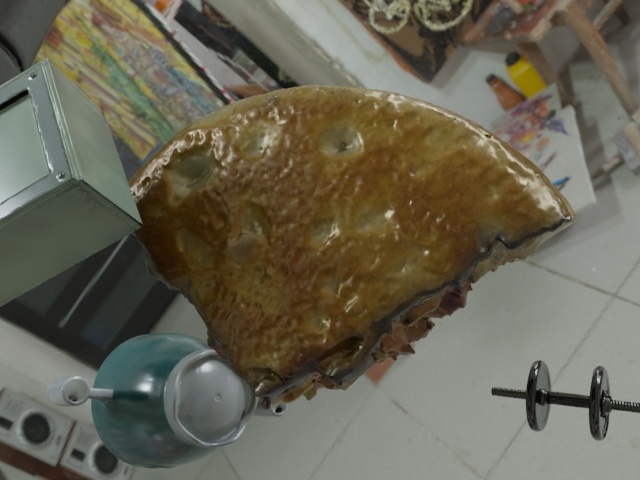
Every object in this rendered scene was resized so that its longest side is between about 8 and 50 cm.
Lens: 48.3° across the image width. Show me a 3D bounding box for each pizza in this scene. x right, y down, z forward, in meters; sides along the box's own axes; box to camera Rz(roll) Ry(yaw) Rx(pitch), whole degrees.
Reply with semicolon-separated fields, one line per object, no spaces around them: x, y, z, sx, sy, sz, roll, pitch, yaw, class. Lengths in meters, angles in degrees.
0.000;0.000;0.605;0.409;0.114;0.277;-4;80;21;pizza

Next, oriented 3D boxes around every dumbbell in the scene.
0.234;0.150;0.674;0.147;0.069;0.069;0;54;30;dumbbell

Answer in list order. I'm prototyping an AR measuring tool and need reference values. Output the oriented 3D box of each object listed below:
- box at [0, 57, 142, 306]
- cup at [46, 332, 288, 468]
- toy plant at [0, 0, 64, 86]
-0.273;-0.023;0.560;0.225;0.086;0.129;-29;61;5;box
-0.167;0.191;0.858;0.173;0.300;0.167;-15;68;49;cup
-0.432;-0.174;0.784;0.400;0.185;0.279;-67;9;-21;toy plant
